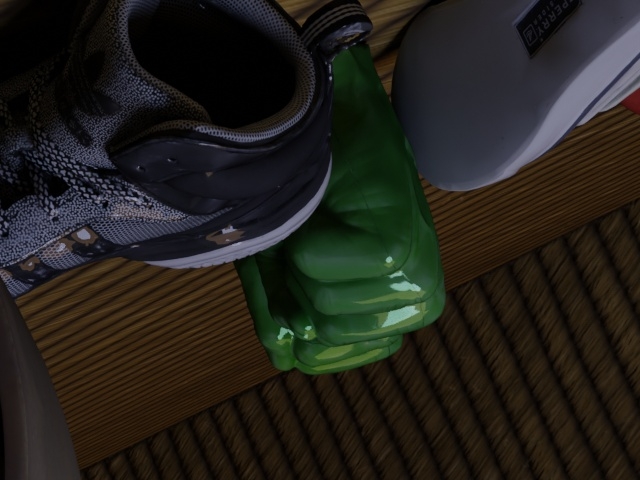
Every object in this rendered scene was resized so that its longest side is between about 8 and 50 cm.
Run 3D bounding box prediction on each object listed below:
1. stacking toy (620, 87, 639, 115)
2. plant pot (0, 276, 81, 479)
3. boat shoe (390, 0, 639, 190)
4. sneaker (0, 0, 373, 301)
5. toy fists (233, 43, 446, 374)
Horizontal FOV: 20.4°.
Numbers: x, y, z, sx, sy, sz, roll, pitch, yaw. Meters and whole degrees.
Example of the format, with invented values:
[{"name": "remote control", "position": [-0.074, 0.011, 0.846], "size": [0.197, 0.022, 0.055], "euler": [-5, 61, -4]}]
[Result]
[{"name": "stacking toy", "position": [0.303, -0.180, 0.996], "size": [0.309, 0.130, 0.279], "euler": [-22, 147, -36]}, {"name": "plant pot", "position": [-0.169, 0.098, 0.526], "size": [0.256, 0.256, 0.274], "euler": [-24, 162, 2]}, {"name": "boat shoe", "position": [0.124, -0.106, 0.846], "size": [0.088, 0.096, 0.267], "euler": [-14, 161, -30]}, {"name": "sneaker", "position": [-0.108, -0.031, 0.642], "size": [0.269, 0.101, 0.153], "euler": [-18, 163, -21]}, {"name": "toy fists", "position": [0.000, 0.000, 0.988], "size": [0.096, 0.142, 0.279], "euler": [-22, 172, -13]}]
